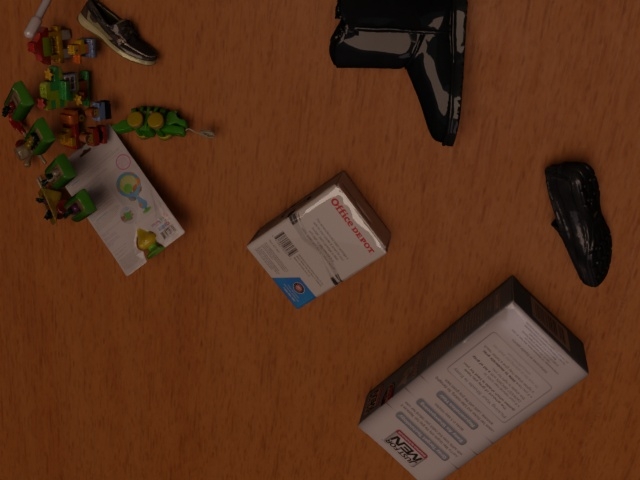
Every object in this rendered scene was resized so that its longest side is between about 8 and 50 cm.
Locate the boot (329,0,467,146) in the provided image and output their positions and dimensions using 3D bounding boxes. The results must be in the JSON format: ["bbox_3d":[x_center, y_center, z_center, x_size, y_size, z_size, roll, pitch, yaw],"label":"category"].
[{"bbox_3d":[0.119,-0.273,1.269,0.207,0.094,0.247,3,106,8],"label":"boot"}]

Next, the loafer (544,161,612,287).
[{"bbox_3d":[0.417,-0.026,1.325,0.078,0.076,0.223,9,127,48],"label":"loafer"}]

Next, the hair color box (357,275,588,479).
[{"bbox_3d":[0.263,0.258,1.446,0.185,0.114,0.374,43,113,-6],"label":"hair color box"}]

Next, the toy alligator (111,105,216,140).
[{"bbox_3d":[-0.267,-0.206,1.411,0.189,0.056,0.051,4,72,11],"label":"toy alligator"}]

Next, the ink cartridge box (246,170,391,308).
[{"bbox_3d":[0.000,0.000,1.413,0.203,0.086,0.148,-33,102,21],"label":"ink cartridge box"}]

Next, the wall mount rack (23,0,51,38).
[{"bbox_3d":[-0.504,-0.508,1.294,0.349,0.130,0.304,20,115,5],"label":"wall mount rack"}]

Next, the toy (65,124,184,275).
[{"bbox_3d":[-0.355,-0.071,1.471,0.136,0.056,0.237,-36,83,10],"label":"toy"}]

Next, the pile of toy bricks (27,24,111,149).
[{"bbox_3d":[-0.436,-0.249,1.381,0.118,0.105,0.212,14,114,30],"label":"pile of toy bricks"}]

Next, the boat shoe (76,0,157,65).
[{"bbox_3d":[-0.336,-0.348,1.362,0.152,0.056,0.049,32,120,-2],"label":"boat shoe"}]

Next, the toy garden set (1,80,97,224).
[{"bbox_3d":[-0.497,-0.134,1.432,0.244,0.049,0.203,61,152,-8],"label":"toy garden set"}]
